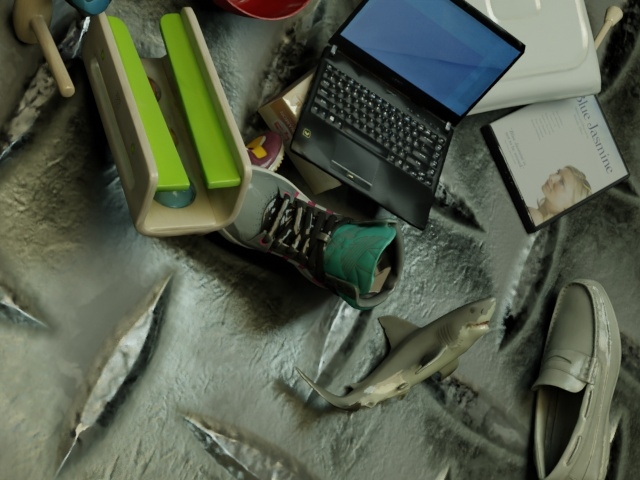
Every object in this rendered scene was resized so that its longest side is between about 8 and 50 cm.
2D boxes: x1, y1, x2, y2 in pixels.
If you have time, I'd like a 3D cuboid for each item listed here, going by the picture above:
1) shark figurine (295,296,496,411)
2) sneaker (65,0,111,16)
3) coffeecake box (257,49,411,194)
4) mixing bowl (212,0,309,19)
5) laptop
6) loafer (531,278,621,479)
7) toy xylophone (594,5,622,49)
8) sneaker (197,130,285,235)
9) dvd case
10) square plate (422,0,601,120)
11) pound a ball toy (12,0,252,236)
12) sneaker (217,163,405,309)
[{"bbox_3d":[0.094,0.154,1.709,0.278,0.166,0.116,-28,68,-19],"label":"shark figurine"},{"bbox_3d":[-0.283,-0.396,1.495,0.139,0.125,0.341,15,48,-16],"label":"sneaker"},{"bbox_3d":[0.028,-0.174,1.744,0.185,0.068,0.142,-42,103,-34],"label":"coffeecake box"},{"bbox_3d":[-0.101,-0.370,1.681,0.181,0.098,0.181,4,82,-34],"label":"mixing bowl"},{"bbox_3d":[0.120,-0.189,1.683,0.234,0.136,0.264,30,64,-25],"label":"laptop"},{"bbox_3d":[0.366,0.207,1.852,0.111,0.112,0.319,18,69,-39],"label":"loafer"},{"bbox_3d":[0.346,-0.371,2.002,0.236,0.081,0.322,51,56,-13],"label":"toy xylophone"},{"bbox_3d":[-0.118,-0.093,1.623,0.084,0.069,0.185,51,55,-20],"label":"sneaker"},{"bbox_3d":[0.375,-0.138,2.000,0.253,0.022,0.180,-27,94,-36],"label":"dvd case"},{"bbox_3d":[0.264,-0.365,1.862,0.347,0.049,0.344,-12,91,-32],"label":"square plate"},{"bbox_3d":[-0.233,-0.155,1.499,0.208,0.136,0.319,-6,55,-26],"label":"pound a ball toy"},{"bbox_3d":[0.000,0.000,1.574,0.295,0.178,0.124,30,79,-41],"label":"sneaker"}]
